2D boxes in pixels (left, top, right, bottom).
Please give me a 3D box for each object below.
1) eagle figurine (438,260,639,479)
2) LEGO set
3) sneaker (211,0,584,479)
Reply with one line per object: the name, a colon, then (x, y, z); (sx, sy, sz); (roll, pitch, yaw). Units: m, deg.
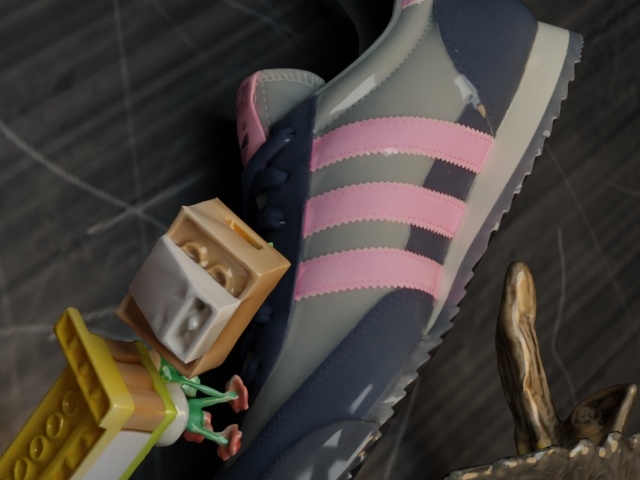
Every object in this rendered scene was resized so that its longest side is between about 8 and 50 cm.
eagle figurine: (0.075, 0.166, 0.655); (0.226, 0.225, 0.298); (49, 16, -1)
LEGO set: (-0.063, 0.126, 0.620); (0.107, 0.132, 0.287); (12, 90, -43)
sneaker: (0.000, 0.000, 0.757); (0.131, 0.112, 0.319); (31, 55, -2)
